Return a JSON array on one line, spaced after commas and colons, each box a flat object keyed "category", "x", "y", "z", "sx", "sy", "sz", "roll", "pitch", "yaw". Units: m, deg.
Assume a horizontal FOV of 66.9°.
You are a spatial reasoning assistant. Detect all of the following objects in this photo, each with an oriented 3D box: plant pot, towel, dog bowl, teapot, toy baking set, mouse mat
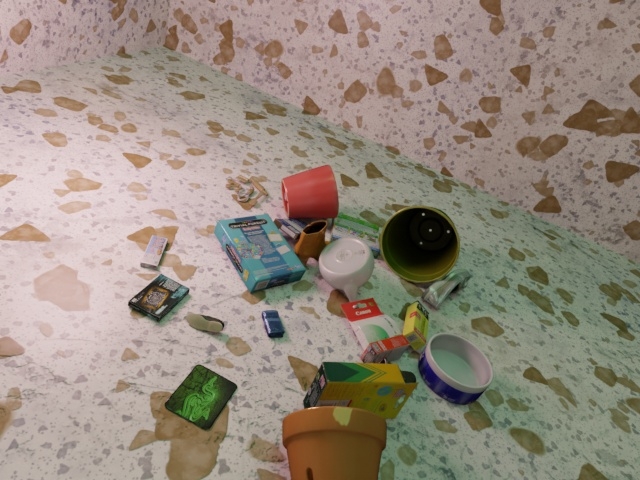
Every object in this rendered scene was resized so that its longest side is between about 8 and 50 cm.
[{"category": "plant pot", "x": 0.514, "y": -0.018, "z": 2.384, "sx": 0.366, "sy": 0.366, "sz": 0.353, "roll": 30, "pitch": 22, "yaw": 12}, {"category": "towel", "x": -0.175, "y": 0.303, "z": 1.776, "sx": 0.067, "sy": 0.029, "sz": 0.119, "roll": 3, "pitch": 38, "yaw": -25}, {"category": "dog bowl", "x": 0.511, "y": 0.483, "z": 1.841, "sx": 0.265, "sy": 0.104, "sz": 0.265, "roll": 15, "pitch": 33, "yaw": -10}, {"category": "teapot", "x": 0.119, "y": 0.121, "z": 2.074, "sx": 0.253, "sy": 0.187, "sz": 0.256, "roll": 26, "pitch": 59, "yaw": 36}, {"category": "toy baking set", "x": -0.369, "y": -0.253, "z": 2.468, "sx": 0.197, "sy": 0.030, "sz": 0.256, "roll": -19, "pitch": 50, "yaw": -41}, {"category": "mouse mat", "x": -0.356, "y": 0.466, "z": 1.461, "sx": 0.153, "sy": 0.007, "sz": 0.189, "roll": 26, "pitch": 34, "yaw": 7}, {"category": "plant pot", "x": 0.037, "y": 0.590, "z": 1.288, "sx": 0.291, "sy": 0.291, "sz": 0.203, "roll": 12, "pitch": 51, "yaw": -14}, {"category": "plant pot", "x": -0.060, "y": -0.226, "z": 2.388, "sx": 0.243, "sy": 0.275, "sz": 0.275, "roll": -9, "pitch": 40, "yaw": -10}]

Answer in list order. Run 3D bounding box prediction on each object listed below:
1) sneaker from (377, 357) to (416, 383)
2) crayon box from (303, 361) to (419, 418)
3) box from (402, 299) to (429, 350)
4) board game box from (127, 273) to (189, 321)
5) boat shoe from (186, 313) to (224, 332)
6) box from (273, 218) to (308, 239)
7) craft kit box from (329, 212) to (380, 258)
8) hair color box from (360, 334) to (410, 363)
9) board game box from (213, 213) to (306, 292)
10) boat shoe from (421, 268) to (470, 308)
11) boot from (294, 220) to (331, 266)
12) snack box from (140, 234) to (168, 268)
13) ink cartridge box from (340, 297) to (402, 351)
[{"category": "sneaker", "x": 0.257, "y": 0.474, "z": 1.689, "sx": 0.228, "sy": 0.130, "sz": 0.087, "roll": 6, "pitch": 38, "yaw": -26}, {"category": "crayon box", "x": 0.126, "y": 0.481, "z": 1.537, "sx": 0.319, "sy": 0.202, "sz": 0.081, "roll": 8, "pitch": 35, "yaw": -21}, {"category": "box", "x": 0.391, "y": 0.342, "z": 1.975, "sx": 0.087, "sy": 0.058, "sz": 0.232, "roll": 49, "pitch": 27, "yaw": -8}, {"category": "board game box", "x": -0.565, "y": 0.199, "z": 1.705, "sx": 0.126, "sy": 0.026, "sz": 0.186, "roll": 26, "pitch": 33, "yaw": 7}, {"category": "boat shoe", "x": -0.397, "y": 0.283, "z": 1.669, "sx": 0.133, "sy": 0.048, "sz": 0.042, "roll": 16, "pitch": 5, "yaw": 3}, {"category": "box", "x": -0.112, "y": -0.056, "z": 2.283, "sx": 0.136, "sy": 0.036, "sz": 0.225, "roll": 36, "pitch": 18, "yaw": 21}, {"category": "craft kit box", "x": 0.173, "y": -0.030, "z": 2.433, "sx": 0.250, "sy": 0.061, "sz": 0.246, "roll": 18, "pitch": 36, "yaw": -6}, {"category": "hair color box", "x": 0.240, "y": 0.410, "z": 1.799, "sx": 0.167, "sy": 0.093, "sz": 0.053, "roll": -6, "pitch": 45, "yaw": -36}, {"category": "board game box", "x": -0.253, "y": 0.044, "z": 2.016, "sx": 0.254, "sy": 0.079, "sz": 0.336, "roll": -11, "pitch": 54, "yaw": -40}, {"category": "boat shoe", "x": 0.604, "y": 0.226, "z": 2.261, "sx": 0.320, "sy": 0.118, "sz": 0.103, "roll": -19, "pitch": 56, "yaw": -40}, {"category": "boot", "x": -0.001, "y": 0.000, "z": 2.144, "sx": 0.104, "sy": 0.211, "sz": 0.295, "roll": 38, "pitch": 36, "yaw": 22}, {"category": "snack box", "x": -0.646, "y": 0.043, "z": 1.886, "sx": 0.064, "sy": 0.022, "sz": 0.178, "roll": 13, "pitch": 34, "yaw": -11}, {"category": "ink cartridge box", "x": 0.205, "y": 0.320, "z": 1.907, "sx": 0.181, "sy": 0.056, "sz": 0.224, "roll": -6, "pitch": 57, "yaw": -35}]
